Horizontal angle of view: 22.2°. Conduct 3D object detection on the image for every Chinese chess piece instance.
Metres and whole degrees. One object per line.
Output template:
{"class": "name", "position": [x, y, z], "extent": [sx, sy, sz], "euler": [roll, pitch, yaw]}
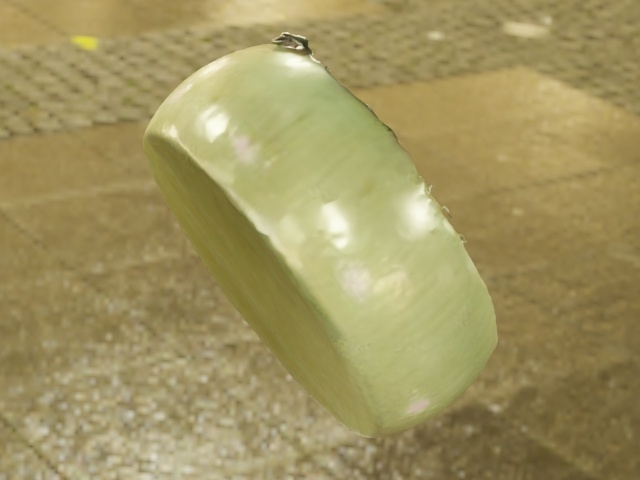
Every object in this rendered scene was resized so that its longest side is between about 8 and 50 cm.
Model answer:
{"class": "Chinese chess piece", "position": [0.000, 0.000, 0.564], "extent": [0.058, 0.144, 0.144], "euler": [-37, 38, -12]}
